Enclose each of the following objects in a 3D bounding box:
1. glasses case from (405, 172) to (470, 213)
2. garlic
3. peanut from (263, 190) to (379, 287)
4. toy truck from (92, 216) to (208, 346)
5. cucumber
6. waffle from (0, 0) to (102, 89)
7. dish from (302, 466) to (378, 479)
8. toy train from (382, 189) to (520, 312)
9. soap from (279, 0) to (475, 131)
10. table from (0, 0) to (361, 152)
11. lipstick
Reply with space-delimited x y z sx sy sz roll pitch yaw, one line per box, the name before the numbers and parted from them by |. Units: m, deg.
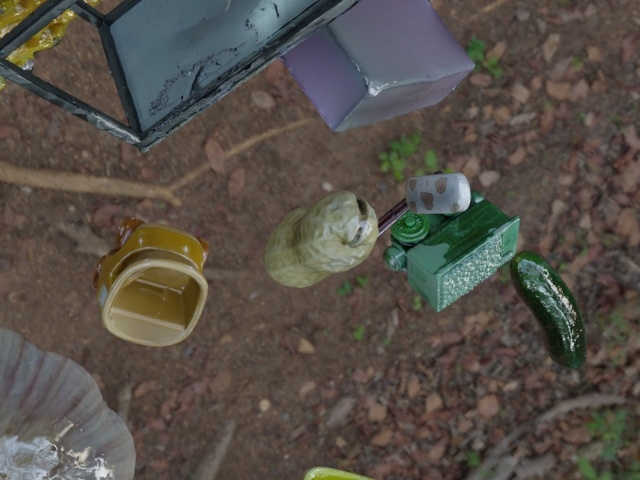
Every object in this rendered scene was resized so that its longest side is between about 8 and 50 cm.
glasses case | 0.184 -0.074 1.541 0.041 0.164 0.063 -10 95 -25
garlic | -0.329 0.243 0.924 0.322 0.241 0.322 -10 112 -25
peanut | 0.000 0.000 1.593 0.130 0.290 0.130 7 75 -27
toy truck | -0.350 0.084 2.016 0.204 0.212 0.288 19 127 -23
cucumber | 0.256 0.084 1.052 0.056 0.056 0.284 -41 143 0
waffle | -0.437 -0.351 1.440 0.095 0.379 0.382 43 97 -6
dish | 0.027 0.301 0.863 0.148 0.208 0.080 -22 171 -34
toy train | 0.266 0.001 2.031 0.266 0.202 0.145 -34 146 -19
soap | 0.041 -0.307 1.336 0.285 0.296 0.107 -21 162 -50
table | -0.182 -0.308 1.051 0.335 0.222 0.272 -32 149 19
lipstick | 0.149 -0.061 1.700 0.176 0.027 0.027 -41 135 24
